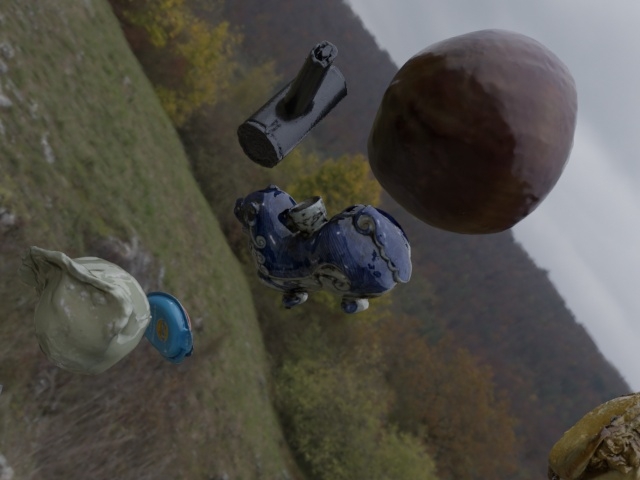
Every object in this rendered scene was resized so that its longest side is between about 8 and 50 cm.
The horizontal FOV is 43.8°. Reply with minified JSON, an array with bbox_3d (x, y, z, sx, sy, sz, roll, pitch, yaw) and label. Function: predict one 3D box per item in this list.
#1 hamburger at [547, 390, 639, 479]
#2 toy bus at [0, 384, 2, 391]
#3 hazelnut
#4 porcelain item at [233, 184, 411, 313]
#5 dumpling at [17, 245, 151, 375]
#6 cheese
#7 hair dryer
[{"bbox_3d":[0.329,0.234,0.897,0.083,0.138,0.147,54,-19,13],"label":"hamburger"},{"bbox_3d":[-0.795,0.273,1.593,0.317,0.138,0.112,32,-22,-10],"label":"toy bus"},{"bbox_3d":[0.293,-0.209,1.542,0.421,0.421,0.352,50,16,-57],"label":"hazelnut"},{"bbox_3d":[0.000,0.000,1.186,0.288,0.138,0.186,-1,-58,47],"label":"porcelain item"},{"bbox_3d":[-0.325,0.084,1.067,0.193,0.147,0.258,51,-34,-7],"label":"dumpling"},{"bbox_3d":[-0.269,0.115,1.255,0.037,0.106,0.256,-5,21,-41],"label":"cheese"},{"bbox_3d":[-0.021,-0.236,1.262,0.089,0.197,0.251,45,-23,0],"label":"hair dryer"}]
